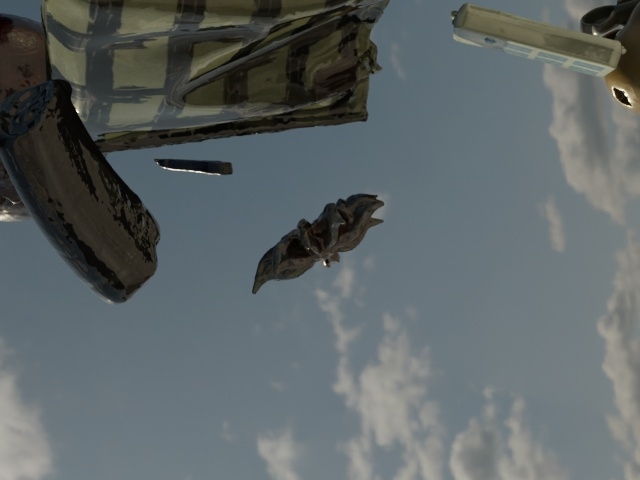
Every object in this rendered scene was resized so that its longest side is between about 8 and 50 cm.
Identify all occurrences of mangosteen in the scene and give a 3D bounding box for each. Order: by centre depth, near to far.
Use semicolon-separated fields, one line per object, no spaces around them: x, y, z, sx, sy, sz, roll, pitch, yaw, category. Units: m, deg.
-0.429;-0.177;1.334;0.293;0.297;0.297;-75;-34;-46;mangosteen

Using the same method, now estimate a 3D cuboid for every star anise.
0.000;0.000;1.284;0.181;0.204;0.061;-5;-121;-55;star anise

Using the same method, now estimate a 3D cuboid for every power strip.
0.232;-0.217;1.045;0.081;0.192;0.035;-36;-40;-82;power strip

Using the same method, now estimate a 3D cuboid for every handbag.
-0.083;-0.204;0.851;0.325;0.327;0.162;126;136;-67;handbag

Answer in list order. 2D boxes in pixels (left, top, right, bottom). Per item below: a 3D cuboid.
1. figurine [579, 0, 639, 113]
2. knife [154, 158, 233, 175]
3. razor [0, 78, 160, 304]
0.497;-0.278;1.273;0.285;0.342;0.167;-39;-76;-13;figurine
-0.170;-0.100;1.290;0.031;0.121;0.018;-28;-60;-65;knife
-0.162;-0.032;0.641;0.090;0.054;0.148;-101;-15;-55;razor
